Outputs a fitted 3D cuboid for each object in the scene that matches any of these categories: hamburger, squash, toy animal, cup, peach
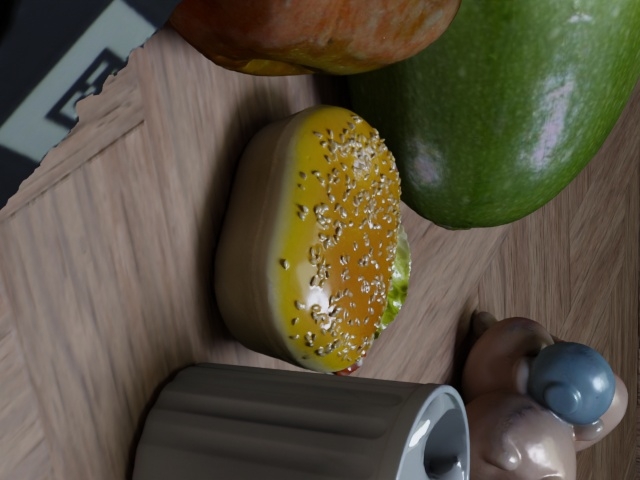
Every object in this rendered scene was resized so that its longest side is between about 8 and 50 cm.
[{"bbox_3d":[0.000,0.000,0.916,0.173,0.116,0.210,43,56,-58],"label":"hamburger"},{"bbox_3d":[0.168,-0.152,1.044,0.310,0.310,0.309,-56,146,-46],"label":"squash"},{"bbox_3d":[0.255,0.222,1.437,0.221,0.210,0.229,-56,-174,-4],"label":"toy animal"},{"bbox_3d":[-0.003,0.182,0.842,0.221,0.202,0.167,52,49,-58],"label":"cup"},{"bbox_3d":[-0.010,-0.193,0.739,0.235,0.214,0.214,133,-27,-69],"label":"peach"}]

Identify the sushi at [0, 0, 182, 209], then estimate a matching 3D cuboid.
[{"bbox_3d":[-0.176,-0.119,0.429,0.373,0.100,0.296,-48,164,6],"label":"sushi"}]
